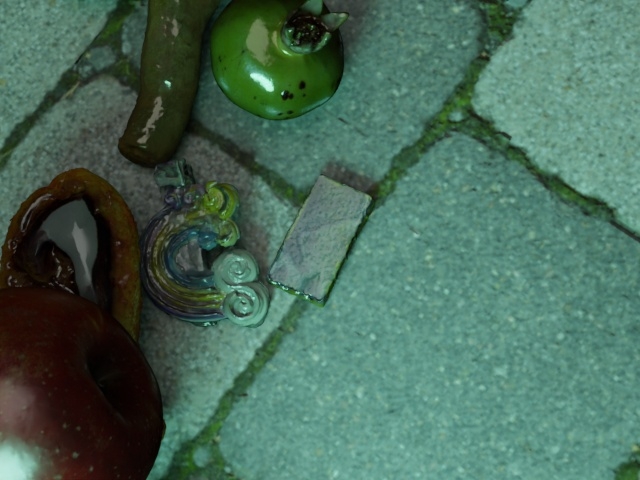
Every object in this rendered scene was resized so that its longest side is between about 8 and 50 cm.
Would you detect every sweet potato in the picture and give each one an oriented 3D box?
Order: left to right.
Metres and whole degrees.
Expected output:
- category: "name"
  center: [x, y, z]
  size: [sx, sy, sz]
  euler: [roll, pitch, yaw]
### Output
- category: "sweet potato"
  center: [-0.125, -0.261, 1.600]
  size: [0.109, 0.109, 0.385]
  euler: [5, 80, 11]

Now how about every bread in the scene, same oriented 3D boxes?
- category: "bread"
  center: [-0.220, 0.069, 1.541]
  size: [0.139, 0.095, 0.269]
  euler: [-12, 88, 17]

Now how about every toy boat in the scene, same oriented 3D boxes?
- category: "toy boat"
  center: [0.000, 0.000, 1.555]
  size: [0.063, 0.016, 0.115]
  euler: [24, 79, 16]

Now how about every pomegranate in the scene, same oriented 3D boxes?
- category: "pomegranate"
  center: [-0.038, -0.186, 1.545]
  size: [0.129, 0.159, 0.129]
  euler: [5, 57, -8]

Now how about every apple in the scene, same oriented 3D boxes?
- category: "apple"
  center: [-0.245, 0.147, 1.394]
  size: [0.201, 0.218, 0.218]
  euler: [-27, 69, 29]

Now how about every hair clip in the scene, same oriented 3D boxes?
- category: "hair clip"
  center: [-0.118, 0.009, 1.563]
  size: [0.116, 0.049, 0.172]
  euler: [-18, 79, 18]
